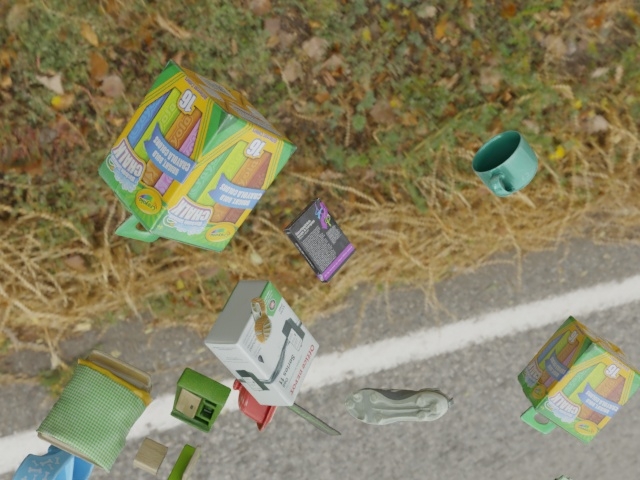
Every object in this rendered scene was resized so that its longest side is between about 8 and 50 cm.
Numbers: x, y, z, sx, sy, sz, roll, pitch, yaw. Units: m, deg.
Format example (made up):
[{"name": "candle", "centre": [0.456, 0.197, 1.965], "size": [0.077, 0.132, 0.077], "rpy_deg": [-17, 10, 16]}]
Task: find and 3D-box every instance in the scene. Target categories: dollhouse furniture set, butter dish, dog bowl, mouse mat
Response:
[{"name": "dollhouse furniture set", "centre": [-0.353, 0.323, 1.534], "size": [0.301, 0.197, 0.151], "rpy_deg": [25, 144, 0]}, {"name": "butter dish", "centre": [-0.164, 0.380, 2.065], "size": [0.118, 0.160, 0.160], "rpy_deg": [24, 88, -9]}, {"name": "dog bowl", "centre": [-0.552, 0.490, 1.709], "size": [0.074, 0.297, 0.166], "rpy_deg": [15, 111, 7]}, {"name": "mouse mat", "centre": [-0.045, 0.360, 1.728], "size": [0.007, 0.190, 0.152], "rpy_deg": [-56, 179, -16]}]

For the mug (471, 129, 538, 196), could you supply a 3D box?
[{"name": "mug", "centre": [0.409, -0.155, 1.820], "size": [0.097, 0.129, 0.158], "rpy_deg": [45, 75, -25]}]

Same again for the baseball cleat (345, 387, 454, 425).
[{"name": "baseball cleat", "centre": [0.154, 0.318, 1.578], "size": [0.206, 0.072, 0.109], "rpy_deg": [0, 178, 28]}]

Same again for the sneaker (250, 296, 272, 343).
[{"name": "sneaker", "centre": [-0.100, 0.140, 1.411], "size": [0.032, 0.083, 0.037], "rpy_deg": [-9, 155, -3]}]

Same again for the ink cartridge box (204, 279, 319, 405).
[{"name": "ink cartridge box", "centre": [-0.106, 0.198, 1.568], "size": [0.087, 0.153, 0.208], "rpy_deg": [-3, 137, 36]}]

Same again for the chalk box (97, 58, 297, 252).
[{"name": "chalk box", "centre": [-0.217, -0.105, 1.322], "size": [0.289, 0.179, 0.180], "rpy_deg": [-54, 147, 13]}]

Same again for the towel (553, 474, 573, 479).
[{"name": "towel", "centre": [0.478, 0.618, 1.471], "size": [0.248, 0.325, 0.038], "rpy_deg": [-47, -179, -11]}]

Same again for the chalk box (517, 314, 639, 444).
[{"name": "chalk box", "centre": [0.463, 0.275, 1.520], "size": [0.132, 0.132, 0.213], "rpy_deg": [33, 103, -12]}]

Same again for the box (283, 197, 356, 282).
[{"name": "box", "centre": [0.000, 0.000, 1.881], "size": [0.116, 0.029, 0.162], "rpy_deg": [-47, 114, -29]}]
